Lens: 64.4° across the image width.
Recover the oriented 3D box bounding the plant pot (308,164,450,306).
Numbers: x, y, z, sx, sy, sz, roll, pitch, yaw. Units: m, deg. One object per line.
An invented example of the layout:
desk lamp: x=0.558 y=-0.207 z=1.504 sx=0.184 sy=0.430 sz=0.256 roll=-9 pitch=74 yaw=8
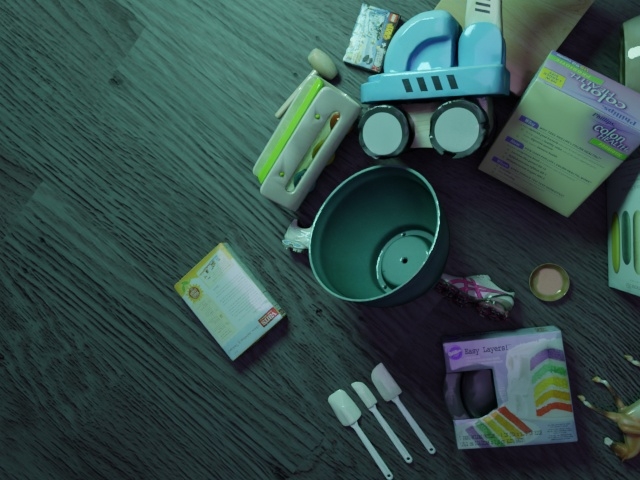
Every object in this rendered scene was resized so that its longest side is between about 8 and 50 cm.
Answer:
plant pot: x=0.148 y=0.016 z=1.073 sx=0.292 sy=0.196 sz=0.293 roll=-17 pitch=58 yaw=29

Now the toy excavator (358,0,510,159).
toy excavator: x=0.282 y=-0.388 z=0.967 sx=0.432 sy=0.222 sz=0.446 roll=2 pitch=105 yaw=25

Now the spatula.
spatula: x=0.146 y=0.435 z=1.208 sx=0.168 sy=0.019 sz=0.242 roll=-35 pitch=86 yaw=5

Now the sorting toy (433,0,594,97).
sorting toy: x=0.395 y=-0.476 z=1.091 sx=0.257 sy=0.089 sz=0.256 roll=37 pitch=98 yaw=7

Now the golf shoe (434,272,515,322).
golf shoe: x=0.341 y=0.111 z=1.142 sx=0.186 sy=0.068 sz=0.086 roll=25 pitch=65 yaw=14

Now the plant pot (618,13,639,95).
plant pot: x=0.722 y=-0.333 z=0.947 sx=0.280 sy=0.323 sz=0.324 roll=-2 pitch=92 yaw=27

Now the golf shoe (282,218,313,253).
golf shoe: x=0.000 y=0.000 z=1.197 sx=0.176 sy=0.069 sz=0.086 roll=17 pitch=89 yaw=9

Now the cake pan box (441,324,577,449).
cake pan box: x=0.407 y=0.325 z=1.128 sx=0.266 sy=0.070 sz=0.246 roll=-7 pitch=88 yaw=11

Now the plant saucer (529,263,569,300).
plant saucer: x=0.505 y=0.092 z=1.126 sx=0.083 sy=0.015 sz=0.084 roll=0 pitch=92 yaw=10

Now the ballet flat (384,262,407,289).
ballet flat: x=0.219 y=0.069 z=1.170 sx=0.168 sy=0.057 sz=0.052 roll=-41 pitch=112 yaw=13

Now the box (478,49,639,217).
box: x=0.473 y=-0.203 z=1.003 sx=0.213 sy=0.243 sz=0.117 roll=31 pitch=56 yaw=9

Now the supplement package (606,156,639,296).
supplement package: x=0.698 y=-0.029 z=0.991 sx=0.197 sy=0.199 sz=0.263 roll=-2 pitch=92 yaw=10

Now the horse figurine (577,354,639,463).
horse figurine: x=0.684 y=0.334 z=1.076 sx=0.263 sy=0.066 sz=0.174 roll=-44 pitch=78 yaw=12

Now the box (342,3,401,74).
box: x=0.119 y=-0.465 z=1.176 sx=0.093 sy=0.027 sz=0.137 roll=21 pitch=96 yaw=11

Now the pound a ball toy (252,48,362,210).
pound a ball toy: x=-0.023 y=-0.250 z=1.164 sx=0.135 sy=0.208 sz=0.319 roll=25 pitch=109 yaw=-28

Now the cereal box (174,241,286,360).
cereal box: x=-0.223 y=0.149 z=1.252 sx=0.173 sy=0.047 sz=0.240 roll=-41 pitch=85 yaw=10
